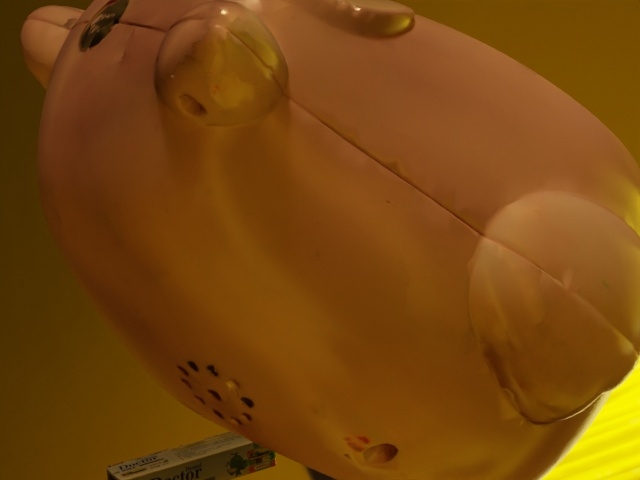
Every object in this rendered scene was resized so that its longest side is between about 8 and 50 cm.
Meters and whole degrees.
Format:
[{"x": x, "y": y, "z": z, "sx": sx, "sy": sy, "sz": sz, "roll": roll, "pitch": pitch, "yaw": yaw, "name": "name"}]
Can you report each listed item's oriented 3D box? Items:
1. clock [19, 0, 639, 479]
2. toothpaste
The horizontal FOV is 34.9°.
[{"x": 0.000, "y": 0.000, "z": 0.620, "sx": 0.377, "sy": 0.368, "sz": 0.250, "roll": 36, "pitch": -101, "yaw": -34, "name": "clock"}, {"x": -0.124, "y": 0.220, "z": 0.997, "sx": 0.164, "sy": 0.046, "sz": 0.034, "roll": -11, "pitch": -80, "yaw": -30, "name": "toothpaste"}]
